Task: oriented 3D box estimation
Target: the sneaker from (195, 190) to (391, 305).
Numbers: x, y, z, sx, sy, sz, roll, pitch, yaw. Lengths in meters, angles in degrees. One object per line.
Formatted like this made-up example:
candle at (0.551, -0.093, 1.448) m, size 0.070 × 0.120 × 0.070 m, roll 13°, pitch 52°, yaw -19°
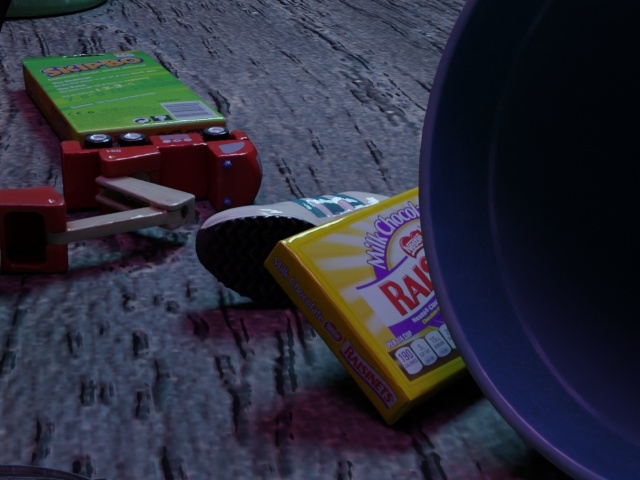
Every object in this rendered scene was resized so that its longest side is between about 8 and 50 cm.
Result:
sneaker at (0.000, 0.000, 0.665) m, size 0.161 × 0.057 × 0.075 m, roll -2°, pitch 18°, yaw -15°

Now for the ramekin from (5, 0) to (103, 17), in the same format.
ramekin at (-0.417, -0.394, 1.439) m, size 0.304 × 0.148 × 0.303 m, roll 1°, pitch 23°, yaw 0°

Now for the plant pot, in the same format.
plant pot at (0.230, -0.025, 0.503) m, size 0.255 × 0.271 × 0.272 m, roll 0°, pitch 17°, yaw -45°

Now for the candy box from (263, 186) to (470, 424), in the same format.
candy box at (0.073, 0.016, 0.596) m, size 0.206 × 0.027 × 0.105 m, roll -23°, pitch 64°, yaw -44°

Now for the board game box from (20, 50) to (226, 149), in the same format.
board game box at (-0.185, -0.127, 0.971) m, size 0.124 × 0.039 × 0.259 m, roll -8°, pitch 27°, yaw -23°

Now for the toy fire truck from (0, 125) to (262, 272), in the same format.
toy fire truck at (-0.125, -0.032, 0.735) m, size 0.192 × 0.047 × 0.135 m, roll -5°, pitch 24°, yaw -17°

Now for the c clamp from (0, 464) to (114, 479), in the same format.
c clamp at (-0.111, 0.130, 0.393) m, size 0.137 × 0.022 × 0.160 m, roll -5°, pitch 24°, yaw 0°

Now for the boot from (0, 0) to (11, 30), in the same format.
boot at (-0.286, -0.162, 0.586) m, size 0.138 × 0.284 × 0.377 m, roll -23°, pitch 60°, yaw -43°
